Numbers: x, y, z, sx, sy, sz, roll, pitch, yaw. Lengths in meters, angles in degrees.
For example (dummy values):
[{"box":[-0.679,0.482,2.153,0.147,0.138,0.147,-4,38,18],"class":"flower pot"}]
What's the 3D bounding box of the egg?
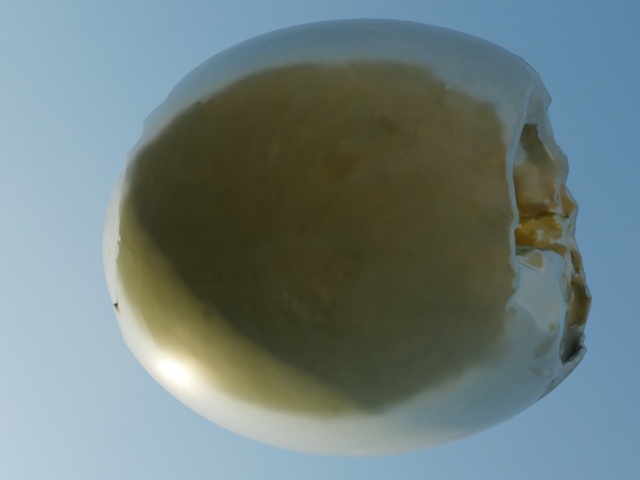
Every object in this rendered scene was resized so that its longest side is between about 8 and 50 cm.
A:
[{"box":[0.000,0.000,0.627,0.336,0.278,0.278,-4,-91,28],"class":"egg"}]
